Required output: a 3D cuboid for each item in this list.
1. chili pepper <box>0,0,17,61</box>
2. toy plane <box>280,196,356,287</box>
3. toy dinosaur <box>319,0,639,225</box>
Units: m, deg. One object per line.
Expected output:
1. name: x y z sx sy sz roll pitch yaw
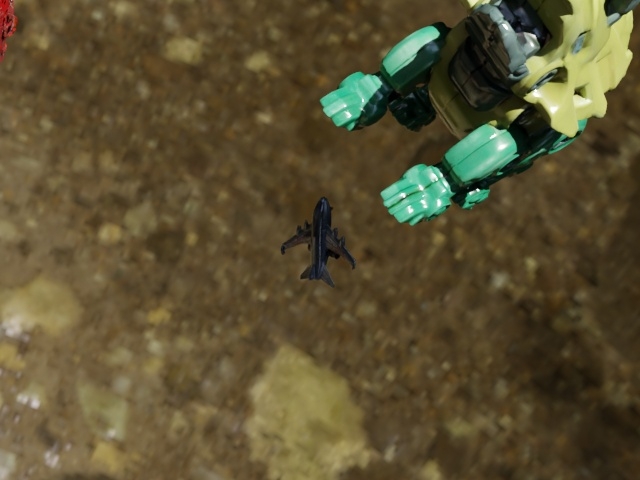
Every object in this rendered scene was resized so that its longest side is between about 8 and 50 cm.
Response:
1. chili pepper: -0.164 -0.034 0.594 0.110 0.387 0.110 7 38 -5
2. toy plane: 0.000 0.000 1.522 0.078 0.083 0.031 13 14 27
3. toy dinosaur: 0.101 -0.079 0.839 0.094 0.153 0.259 59 15 11
